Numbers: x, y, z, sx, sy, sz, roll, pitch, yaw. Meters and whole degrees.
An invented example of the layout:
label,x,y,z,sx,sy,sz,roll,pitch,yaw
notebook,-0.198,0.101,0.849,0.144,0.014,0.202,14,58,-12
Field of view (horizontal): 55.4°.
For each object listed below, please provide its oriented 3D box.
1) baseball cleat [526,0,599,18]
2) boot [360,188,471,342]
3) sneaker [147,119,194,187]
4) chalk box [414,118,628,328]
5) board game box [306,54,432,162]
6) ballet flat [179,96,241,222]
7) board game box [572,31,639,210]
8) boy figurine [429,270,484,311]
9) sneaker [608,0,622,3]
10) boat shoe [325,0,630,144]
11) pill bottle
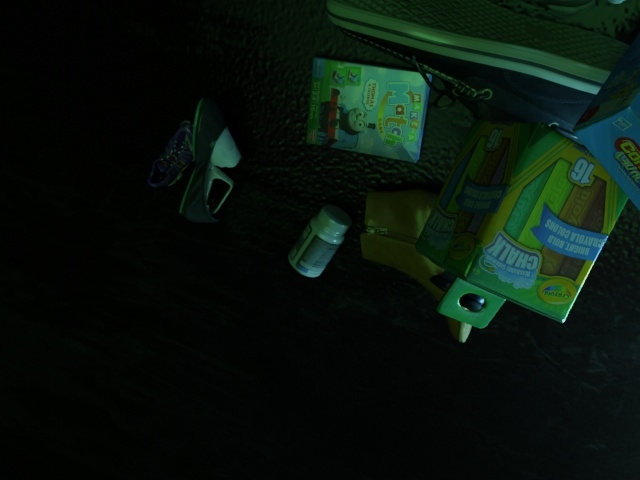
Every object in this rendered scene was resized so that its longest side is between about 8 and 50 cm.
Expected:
label,x,y,z,sx,sy,sz,roll,pitch,yaw
baseball cleat,0.323,-0.383,0.939,0.206,0.109,0.072,31,95,38
boot,0.184,0.045,1.158,0.211,0.104,0.295,2,107,25
sneaker,-0.301,-0.169,1.255,0.068,0.071,0.170,38,118,2
chalk box,0.271,-0.006,0.879,0.180,0.179,0.289,22,96,-17
board game box,0.085,-0.239,1.103,0.212,0.039,0.160,12,114,14
ballet flat,-0.214,-0.152,1.226,0.096,0.095,0.280,19,127,1
board game box,0.524,-0.146,0.814,0.302,0.308,0.086,45,156,-11
boy figurine,0.301,-0.019,1.025,0.177,0.092,0.285,33,92,-11
sneaker,0.395,-0.420,0.833,0.086,0.237,0.085,-41,51,23
boat shoe,0.240,-0.273,0.938,0.500,0.186,0.156,18,137,2
pill bottle,0.000,0.000,1.209,0.078,0.078,0.137,36,119,3
